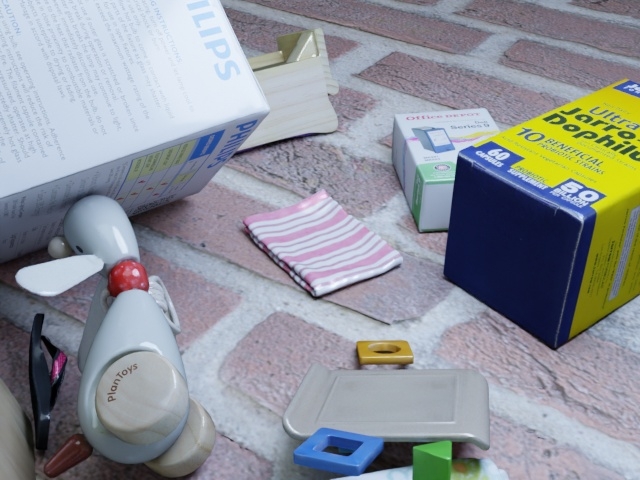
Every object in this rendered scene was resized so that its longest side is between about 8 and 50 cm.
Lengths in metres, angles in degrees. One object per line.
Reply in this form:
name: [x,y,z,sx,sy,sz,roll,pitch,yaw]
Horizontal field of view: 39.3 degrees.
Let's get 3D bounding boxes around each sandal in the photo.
sandal: [-0.297,0.153,0.984,0.040,0.067,0.179,-1,40,-21]

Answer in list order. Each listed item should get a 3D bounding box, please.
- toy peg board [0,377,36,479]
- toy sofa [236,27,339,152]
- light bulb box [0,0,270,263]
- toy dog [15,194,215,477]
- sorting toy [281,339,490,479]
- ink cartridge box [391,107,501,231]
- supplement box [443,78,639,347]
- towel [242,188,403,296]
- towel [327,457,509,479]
toy peg board: [-0.340,0.193,0.849,0.079,0.161,0.161,-22,39,-6]
toy sofa: [-0.157,-0.230,1.488,0.362,0.177,0.150,-20,15,-27]
light bulb box: [-0.309,-0.144,1.101,0.361,0.225,0.358,-23,-3,-25]
toy dog: [-0.231,0.114,0.926,0.161,0.220,0.334,-24,35,-6]
sorting toy: [0.073,0.176,0.913,0.195,0.047,0.348,2,12,10]
ink cartridge box: [0.202,-0.111,1.347,0.154,0.093,0.212,-4,33,-6]
supplement box: [0.358,-0.051,1.174,0.356,0.195,0.194,-25,42,-33]
towel: [0.000,0.000,1.237,0.144,0.029,0.197,-21,41,-27]
towel: [0.034,0.333,0.714,0.374,0.090,0.320,-7,33,-11]
